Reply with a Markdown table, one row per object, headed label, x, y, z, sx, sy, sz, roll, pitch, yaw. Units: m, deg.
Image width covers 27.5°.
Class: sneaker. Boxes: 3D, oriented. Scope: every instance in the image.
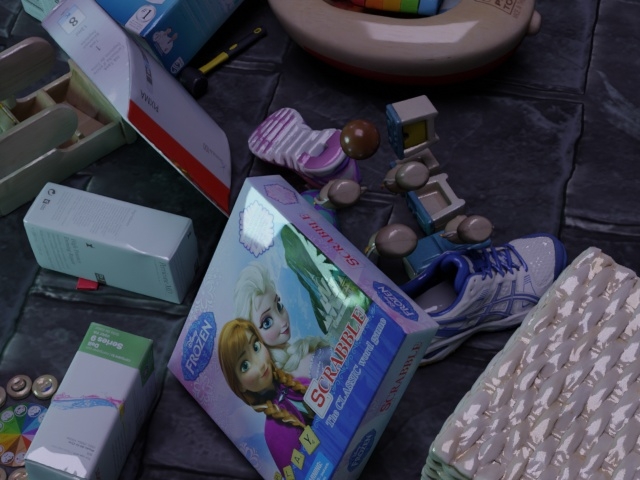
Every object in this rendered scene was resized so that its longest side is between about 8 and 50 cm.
| label | x | y | z | sx | sy | sz | roll | pitch | yaw |
| --- | --- | --- | --- | --- | --- | --- | --- | --- | --- |
| sneaker | 0.217 | 0.061 | 1.781 | 0.296 | 0.131 | 0.112 | -30 | 53 | -17 |
| sneaker | -0.019 | -0.125 | 1.981 | 0.095 | 0.104 | 0.236 | -50 | 38 | -9 |

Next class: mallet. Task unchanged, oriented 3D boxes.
| label | x | y | z | sx | sy | sz | roll | pitch | yaw |
| --- | --- | --- | --- | --- | --- | --- | --- | --- | --- |
| mallet | -0.170 | -0.308 | 2.175 | 0.062 | 0.039 | 0.190 | 28 | 56 | 28 |

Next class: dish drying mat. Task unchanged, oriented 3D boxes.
| label | x | y | z | sx | sy | sz | roll | pitch | yaw |
| --- | --- | --- | --- | --- | --- | --- | --- | --- | --- |
| dish drying mat | -0.338 | 0.039 | 1.942 | 0.032 | 0.008 | 0.083 | 2 | 54 | 7 |

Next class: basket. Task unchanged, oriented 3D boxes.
| label | x | y | z | sx | sy | sz | roll | pitch | yaw |
| --- | --- | --- | --- | --- | --- | --- | --- | --- | --- |
| basket | 0.312 | 0.246 | 1.429 | 0.328 | 0.266 | 0.331 | 35 | 69 | 20 |

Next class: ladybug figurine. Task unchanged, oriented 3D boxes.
| label | x | y | z | sx | sy | sz | roll | pitch | yaw |
| --- | --- | --- | --- | --- | --- | --- | --- | --- | --- |
| ladybug figurine | 0.131 | -0.364 | 2.096 | 0.449 | 0.162 | 0.305 | 16 | 56 | 19 |

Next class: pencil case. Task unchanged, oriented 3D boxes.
| label | x | y | z | sx | sy | sz | roll | pitch | yaw |
| --- | --- | --- | --- | --- | --- | --- | --- | --- | --- |
| pencil case | 0.000 | 0.000 | 1.894 | 0.070 | 0.064 | 0.151 | -27 | 49 | 17 |

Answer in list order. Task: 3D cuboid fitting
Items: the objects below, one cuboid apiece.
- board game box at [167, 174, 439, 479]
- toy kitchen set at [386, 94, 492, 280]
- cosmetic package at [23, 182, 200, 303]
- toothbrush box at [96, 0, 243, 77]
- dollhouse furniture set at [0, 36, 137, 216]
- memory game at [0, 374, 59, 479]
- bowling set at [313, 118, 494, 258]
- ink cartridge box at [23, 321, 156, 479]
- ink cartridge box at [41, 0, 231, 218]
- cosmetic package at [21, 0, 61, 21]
| label | x | y | z | sx | sy | sz | roll | pitch | yaw |
| --- | --- | --- | --- | --- | --- | --- | --- | --- | --- |
| board game box | -0.036 | 0.136 | 1.652 | 0.066 | 0.318 | 0.318 | -7 | 40 | -46 |
| toy kitchen set | 0.144 | -0.072 | 1.867 | 0.122 | 0.166 | 0.207 | -22 | 53 | -10 |
| cosmetic package | -0.298 | 0.004 | 1.888 | 0.231 | 0.117 | 0.085 | 15 | 56 | 15 |
| toothbrush box | -0.243 | -0.443 | 2.155 | 0.216 | 0.126 | 0.295 | 31 | 75 | 30 |
| dollhouse furniture set | -0.460 | -0.261 | 1.943 | 0.256 | 0.394 | 0.362 | -34 | 56 | -18 |
| memory game | -0.410 | 0.261 | 1.778 | 0.186 | 0.012 | 0.186 | -3 | 52 | 4 |
| bowling set | 0.082 | -0.062 | 1.759 | 0.287 | 0.154 | 0.200 | -9 | 89 | -6 |
| ink cartridge box | -0.292 | 0.238 | 1.685 | 0.093 | 0.154 | 0.212 | 16 | 56 | 5 |
| ink cartridge box | -0.205 | -0.168 | 1.891 | 0.091 | 0.308 | 0.385 | -45 | 57 | 0 |
| cosmetic package | -0.415 | -0.469 | 2.251 | 0.151 | 0.151 | 0.184 | 33 | 64 | 27 |
